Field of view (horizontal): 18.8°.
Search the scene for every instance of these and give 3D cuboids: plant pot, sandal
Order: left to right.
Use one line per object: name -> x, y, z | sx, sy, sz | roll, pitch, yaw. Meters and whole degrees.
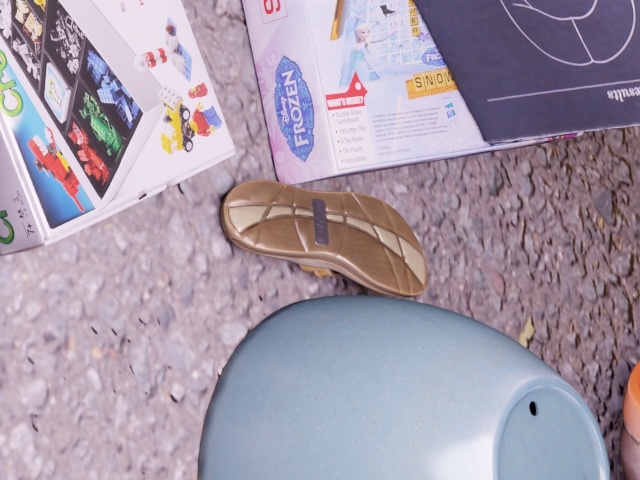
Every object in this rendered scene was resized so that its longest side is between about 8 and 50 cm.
sandal -> 0.000, 0.000, 1.414 | 0.180, 0.049, 0.072 | 13, 63, -30
plant pot -> 0.086, 0.171, 1.354 | 0.290, 0.195, 0.290 | 14, 71, -45

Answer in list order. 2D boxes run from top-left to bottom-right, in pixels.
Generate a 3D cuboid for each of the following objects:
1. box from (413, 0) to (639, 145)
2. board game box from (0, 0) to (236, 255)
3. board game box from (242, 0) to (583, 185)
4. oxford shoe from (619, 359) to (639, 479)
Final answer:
box -> 0.195, -0.294, 1.381 | 0.212, 0.293, 0.395 | -42, 114, -34
board game box -> -0.179, -0.165, 1.246 | 0.193, 0.053, 0.305 | -29, 103, -47
board game box -> 0.063, -0.217, 1.512 | 0.318, 0.066, 0.318 | -10, 89, -48
oxford shoe -> 0.347, 0.134, 1.730 | 0.363, 0.130, 0.133 | -33, 138, -53
